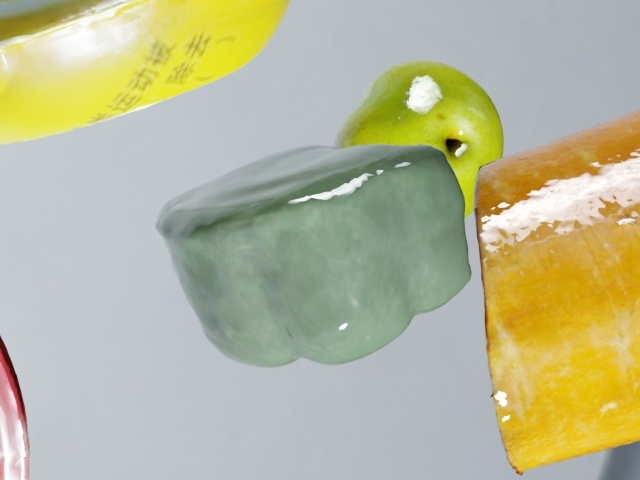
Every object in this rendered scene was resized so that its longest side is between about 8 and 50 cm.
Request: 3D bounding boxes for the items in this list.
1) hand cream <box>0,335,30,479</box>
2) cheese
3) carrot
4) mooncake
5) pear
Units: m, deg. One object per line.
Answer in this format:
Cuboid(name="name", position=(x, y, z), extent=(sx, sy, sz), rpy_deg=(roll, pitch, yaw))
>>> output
Cuboid(name="hand cream", position=(-0.204, 0.080, 0.492), extent=(0.125, 0.193, 0.193), rpy_deg=(-60, 132, -65))
Cuboid(name="cheese", position=(-0.062, -0.093, 0.577), extent=(0.270, 0.177, 0.069), rpy_deg=(-30, 105, -52))
Cuboid(name="carrot", position=(0.232, 0.005, 0.913), extent=(0.331, 0.214, 0.193), rpy_deg=(-18, 111, -4))
Cuboid(name="mooncake", position=(0.000, 0.000, 0.824), extent=(0.168, 0.175, 0.104), rpy_deg=(-22, 105, 9))
Cuboid(name="pear", position=(0.083, -0.090, 1.510), extent=(0.166, 0.216, 0.180), rpy_deg=(28, 76, -28))
